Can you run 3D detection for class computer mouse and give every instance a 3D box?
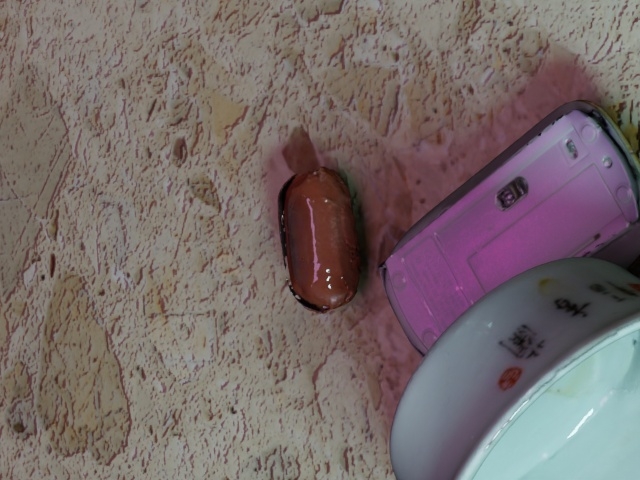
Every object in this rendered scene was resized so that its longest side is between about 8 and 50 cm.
[{"bbox_3d":[0.179,0.000,1.786,0.310,0.072,0.158,-40,70,38],"label":"computer mouse"}]

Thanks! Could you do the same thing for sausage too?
[{"bbox_3d":[0.000,0.000,1.916,0.076,0.076,0.141,-7,91,35],"label":"sausage"}]

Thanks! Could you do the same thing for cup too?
[{"bbox_3d":[0.193,0.148,1.666,0.163,0.347,0.347,47,121,39],"label":"cup"}]

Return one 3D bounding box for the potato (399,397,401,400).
[{"bbox_3d":[0.126,0.211,1.830,0.118,0.109,0.178,-30,78,68],"label":"potato"}]
